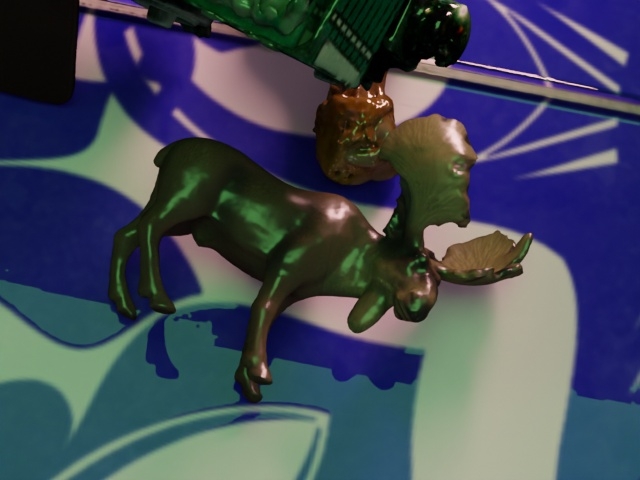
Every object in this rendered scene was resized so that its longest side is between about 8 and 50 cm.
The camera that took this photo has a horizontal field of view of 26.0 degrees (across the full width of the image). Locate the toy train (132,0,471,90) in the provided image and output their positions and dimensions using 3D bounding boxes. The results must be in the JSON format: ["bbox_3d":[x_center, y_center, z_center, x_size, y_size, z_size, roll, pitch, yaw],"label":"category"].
[{"bbox_3d":[-0.046,-0.161,0.773,0.269,0.154,0.115,30,96,25],"label":"toy train"}]

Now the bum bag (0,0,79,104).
[{"bbox_3d":[-0.222,-0.132,0.817,0.159,0.109,0.026,11,45,-1],"label":"bum bag"}]

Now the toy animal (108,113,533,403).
[{"bbox_3d":[0.000,0.000,0.788,0.214,0.093,0.186,32,71,6],"label":"toy animal"}]

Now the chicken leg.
[{"bbox_3d":[0.039,-0.155,0.863,0.107,0.087,0.251,6,74,9],"label":"chicken leg"}]
